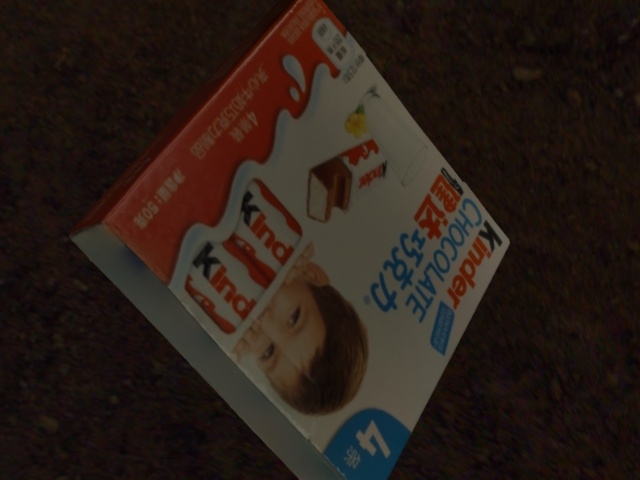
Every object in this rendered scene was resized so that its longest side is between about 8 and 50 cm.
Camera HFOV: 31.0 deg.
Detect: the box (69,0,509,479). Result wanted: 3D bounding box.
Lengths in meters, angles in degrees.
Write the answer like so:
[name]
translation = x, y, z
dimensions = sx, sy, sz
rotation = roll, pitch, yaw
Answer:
[box]
translation = 0.000, 0.000, 0.802
dimensions = 0.048, 0.265, 0.273
rotation = -20, 28, 45
